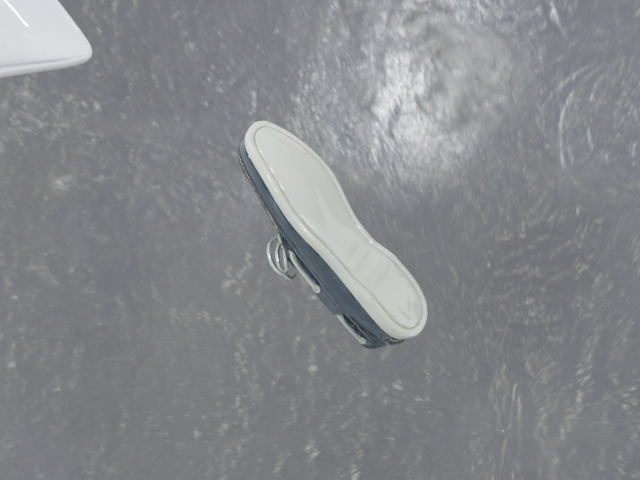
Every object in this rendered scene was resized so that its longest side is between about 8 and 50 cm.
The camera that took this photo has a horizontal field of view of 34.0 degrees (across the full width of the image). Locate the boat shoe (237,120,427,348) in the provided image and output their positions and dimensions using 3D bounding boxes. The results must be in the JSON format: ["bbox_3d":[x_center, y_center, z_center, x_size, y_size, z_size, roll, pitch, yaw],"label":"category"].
[{"bbox_3d":[0.000,0.000,1.004,0.254,0.095,0.079,48,134,-14],"label":"boat shoe"}]

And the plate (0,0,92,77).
[{"bbox_3d":[-0.270,-0.169,0.497,0.045,0.278,0.277,-37,91,25],"label":"plate"}]
